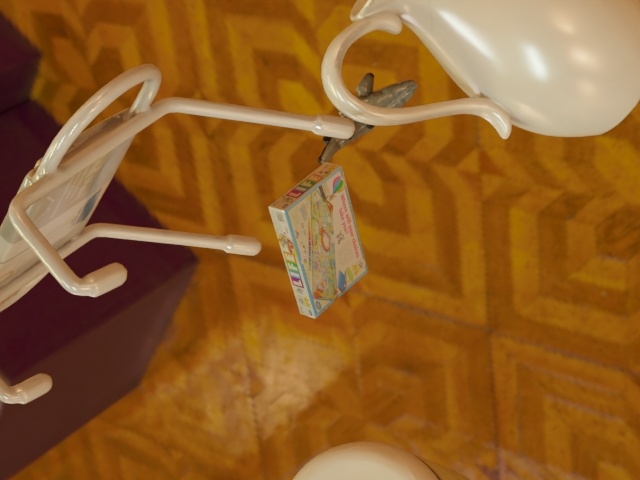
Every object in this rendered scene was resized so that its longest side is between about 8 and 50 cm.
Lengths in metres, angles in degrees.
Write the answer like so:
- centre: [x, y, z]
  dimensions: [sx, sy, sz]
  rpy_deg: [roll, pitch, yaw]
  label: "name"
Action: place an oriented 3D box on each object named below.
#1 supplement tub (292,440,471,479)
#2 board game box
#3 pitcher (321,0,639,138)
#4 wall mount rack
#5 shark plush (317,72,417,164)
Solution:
- centre: [0.105, 0.395, 1.637]
  dimensions: [0.235, 0.235, 0.325]
  rpy_deg: [25, 175, 29]
  label: "supplement tub"
- centre: [0.000, 0.000, 1.490]
  dimensions: [0.026, 0.103, 0.154]
  rpy_deg: [16, 133, 40]
  label: "board game box"
- centre: [0.113, -0.132, 0.863]
  dimensions: [0.207, 0.177, 0.125]
  rpy_deg: [26, 171, -14]
  label: "pitcher"
- centre: [-0.145, -0.014, 1.038]
  dimensions: [0.130, 0.304, 0.350]
  rpy_deg: [47, 140, 4]
  label: "wall mount rack"
- centre: [0.053, -0.162, 1.653]
  dimensions: [0.067, 0.161, 0.073]
  rpy_deg: [18, 135, 57]
  label: "shark plush"
